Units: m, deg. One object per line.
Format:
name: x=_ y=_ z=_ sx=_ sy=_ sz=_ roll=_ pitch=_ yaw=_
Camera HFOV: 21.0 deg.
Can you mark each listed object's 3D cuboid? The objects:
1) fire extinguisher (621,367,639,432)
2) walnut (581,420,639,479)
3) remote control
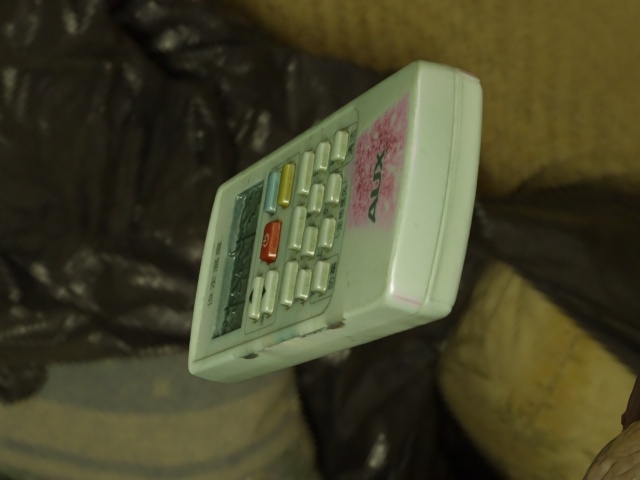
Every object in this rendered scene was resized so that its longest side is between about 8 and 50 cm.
fire extinguisher: x=0.340 y=0.114 z=1.589 sx=0.104 sy=0.105 sz=0.269 roll=21 pitch=152 yaw=13
walnut: x=0.323 y=0.222 z=1.453 sx=0.230 sy=0.178 sz=0.178 roll=-30 pitch=117 yaw=14
remote control: x=-0.001 y=0.000 z=1.055 sx=0.050 sy=0.145 sz=0.344 roll=14 pitch=164 yaw=-19
